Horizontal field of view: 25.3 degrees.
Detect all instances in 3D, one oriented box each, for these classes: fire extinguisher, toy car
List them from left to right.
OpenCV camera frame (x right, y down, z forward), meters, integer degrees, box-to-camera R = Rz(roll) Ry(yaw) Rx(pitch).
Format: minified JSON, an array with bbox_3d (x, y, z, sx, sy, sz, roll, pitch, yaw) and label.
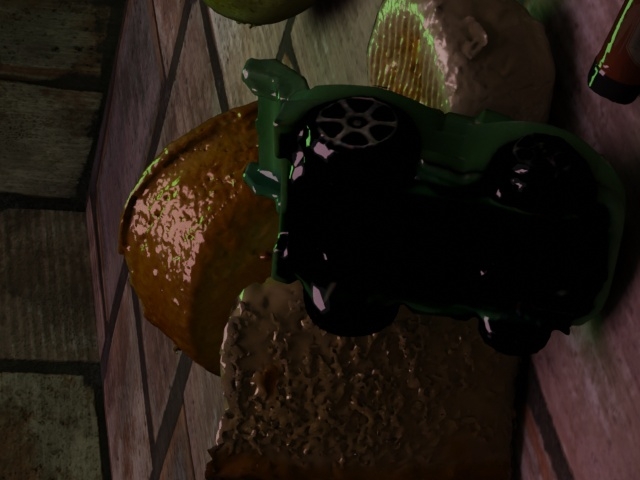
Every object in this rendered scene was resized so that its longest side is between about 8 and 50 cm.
[{"bbox_3d":[0.087,-0.039,1.274,0.176,0.358,0.213,-73,-13,-48],"label":"toy car"},{"bbox_3d":[0.277,-0.197,1.182,0.062,0.050,0.177,-49,-15,-47],"label":"fire extinguisher"}]

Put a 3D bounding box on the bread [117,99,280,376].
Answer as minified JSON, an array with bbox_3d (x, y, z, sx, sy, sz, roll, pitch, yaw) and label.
[{"bbox_3d":[-0.050,0.001,1.714,0.204,0.358,0.337,50,162,38],"label":"bread"}]

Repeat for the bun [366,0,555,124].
[{"bbox_3d":[0.145,-0.162,1.422,0.244,0.153,0.244,48,148,44],"label":"bun"}]

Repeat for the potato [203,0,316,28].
[{"bbox_3d":[-0.068,-0.453,2.040,0.359,0.219,0.270,177,86,-65],"label":"potato"}]

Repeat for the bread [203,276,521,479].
[{"bbox_3d":[0.038,0.136,1.472,0.279,0.315,0.248,-132,49,-79],"label":"bread"}]
